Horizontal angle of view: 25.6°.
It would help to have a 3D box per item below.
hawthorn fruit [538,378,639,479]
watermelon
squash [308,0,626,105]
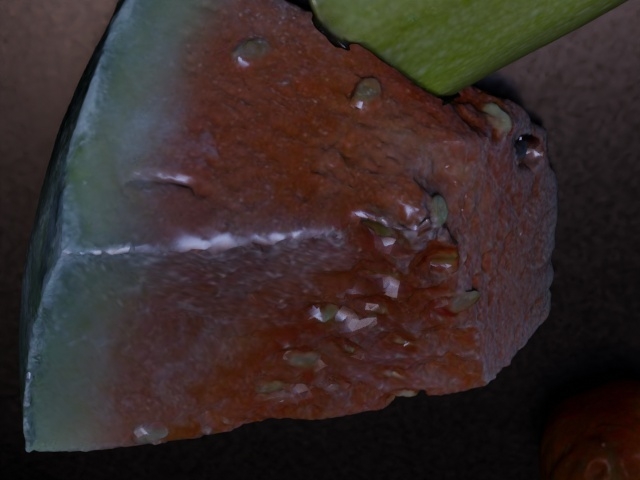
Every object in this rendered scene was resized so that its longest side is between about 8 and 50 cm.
[{"bbox_3d":[0.147,0.116,0.687,0.081,0.093,0.081,1,117,2],"label":"hawthorn fruit"},{"bbox_3d":[0.000,0.000,0.635,0.256,0.140,0.193,8,124,-12],"label":"watermelon"},{"bbox_3d":[0.120,-0.148,0.565,0.287,0.137,0.137,-21,114,-3],"label":"squash"}]
